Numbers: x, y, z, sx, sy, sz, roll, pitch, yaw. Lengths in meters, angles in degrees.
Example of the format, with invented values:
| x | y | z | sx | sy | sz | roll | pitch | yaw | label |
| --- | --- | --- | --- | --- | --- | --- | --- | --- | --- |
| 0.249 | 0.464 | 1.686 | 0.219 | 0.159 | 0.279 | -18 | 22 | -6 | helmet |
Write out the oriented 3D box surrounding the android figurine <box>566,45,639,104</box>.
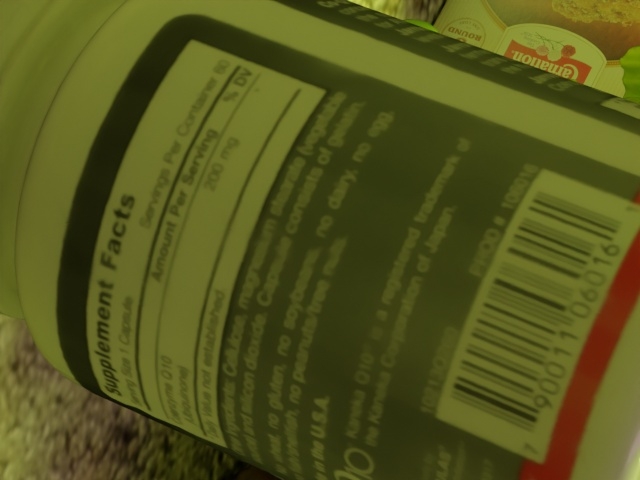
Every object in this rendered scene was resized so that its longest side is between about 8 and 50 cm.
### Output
| x | y | z | sx | sy | sz | roll | pitch | yaw | label |
| --- | --- | --- | --- | --- | --- | --- | --- | --- | --- |
| 0.151 | 0.049 | 0.922 | 0.248 | 0.056 | 0.272 | -27 | 113 | -43 | android figurine |

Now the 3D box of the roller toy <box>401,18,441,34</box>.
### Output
| x | y | z | sx | sy | sz | roll | pitch | yaw | label |
| --- | --- | --- | --- | --- | --- | --- | --- | --- | --- |
| 0.021 | 0.015 | 0.932 | 0.191 | 0.146 | 0.209 | -31 | 139 | -56 | roller toy |

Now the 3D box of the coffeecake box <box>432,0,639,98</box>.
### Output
| x | y | z | sx | sy | sz | roll | pitch | yaw | label |
| --- | --- | --- | --- | --- | --- | --- | --- | --- | --- |
| 0.161 | -0.140 | 1.116 | 0.185 | 0.142 | 0.068 | -61 | 157 | -17 | coffeecake box |

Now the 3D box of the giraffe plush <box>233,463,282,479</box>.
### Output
| x | y | z | sx | sy | sz | roll | pitch | yaw | label |
| --- | --- | --- | --- | --- | --- | --- | --- | --- | --- |
| 0.072 | 0.116 | 1.115 | 0.210 | 0.170 | 0.181 | -19 | 128 | -62 | giraffe plush |

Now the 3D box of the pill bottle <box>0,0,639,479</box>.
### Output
| x | y | z | sx | sy | sz | roll | pitch | yaw | label |
| --- | --- | --- | --- | --- | --- | --- | --- | --- | --- |
| 0.000 | 0.000 | 0.679 | 0.161 | 0.283 | 0.161 | -50 | 153 | -38 | pill bottle |
